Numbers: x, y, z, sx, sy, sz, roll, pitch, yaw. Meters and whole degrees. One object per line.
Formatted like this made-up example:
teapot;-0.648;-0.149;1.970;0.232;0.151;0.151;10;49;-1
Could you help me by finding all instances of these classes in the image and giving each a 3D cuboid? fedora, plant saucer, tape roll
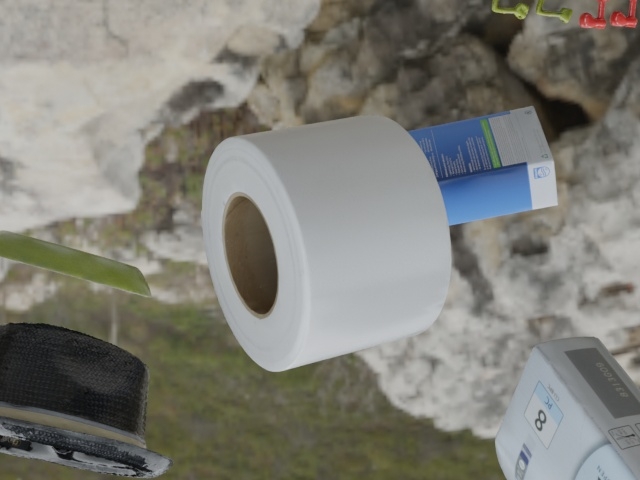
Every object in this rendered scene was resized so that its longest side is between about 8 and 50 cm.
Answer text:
fedora;-0.336;0.192;1.541;0.334;0.153;0.334;10;163;3
plant saucer;-0.336;0.028;1.629;0.240;0.037;0.241;15;175;1
tape roll;0.000;0.000;1.281;0.169;0.246;0.246;-13;161;-28

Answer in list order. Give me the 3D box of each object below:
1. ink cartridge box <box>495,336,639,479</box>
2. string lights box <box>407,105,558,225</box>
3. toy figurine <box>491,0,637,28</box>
ink cartridge box;0.265;0.340;1.247;0.091;0.308;0.385;-4;129;-27
string lights box;0.165;-0.088;1.596;0.259;0.133;0.077;-11;127;5
toy figurine;0.380;-0.419;1.847;0.362;0.191;0.217;-1;-168;-14
